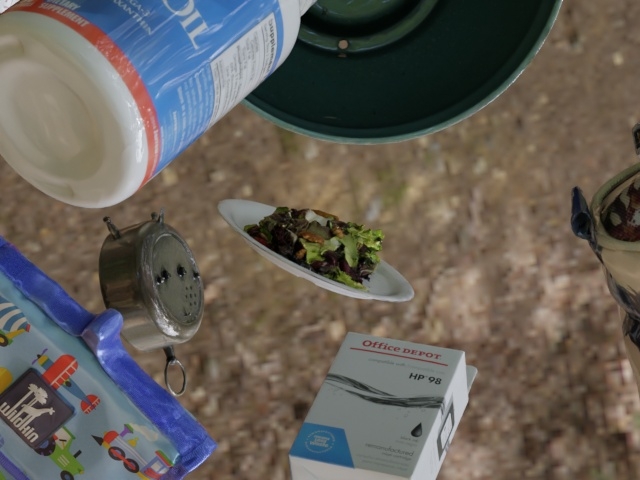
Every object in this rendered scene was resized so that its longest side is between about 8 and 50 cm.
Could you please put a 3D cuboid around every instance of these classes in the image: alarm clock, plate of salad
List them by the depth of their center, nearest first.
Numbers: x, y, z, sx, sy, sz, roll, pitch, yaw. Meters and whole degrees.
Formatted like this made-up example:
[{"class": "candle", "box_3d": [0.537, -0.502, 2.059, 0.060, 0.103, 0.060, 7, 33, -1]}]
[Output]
[{"class": "plate of salad", "box_3d": [0.000, 0.000, 1.710, 0.200, 0.200, 0.048, 12, 109, -47]}, {"class": "alarm clock", "box_3d": [-0.162, 0.064, 1.880, 0.129, 0.064, 0.192, -10, 88, -67]}]

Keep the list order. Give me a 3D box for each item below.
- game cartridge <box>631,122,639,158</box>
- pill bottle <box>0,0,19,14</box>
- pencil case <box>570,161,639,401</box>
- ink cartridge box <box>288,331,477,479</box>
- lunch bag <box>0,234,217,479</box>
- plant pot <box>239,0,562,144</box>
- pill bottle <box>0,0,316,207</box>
[{"class": "game cartridge", "box_3d": [0.327, -0.081, 1.805, 0.056, 0.017, 0.083, 40, 21, -10]}, {"class": "pill bottle", "box_3d": [-0.277, -0.228, 1.483, 0.121, 0.121, 0.221, 6, 114, -49]}, {"class": "pencil case", "box_3d": [0.285, 0.133, 1.197, 0.183, 0.160, 0.410, -42, 121, -47]}, {"class": "ink cartridge box", "box_3d": [0.054, 0.136, 1.498, 0.180, 0.104, 0.060, -63, 154, -43]}, {"class": "lunch bag", "box_3d": [-0.206, 0.123, 1.395, 0.221, 0.293, 0.138, 45, 50, 0]}, {"class": "plant pot", "box_3d": [0.026, -0.222, 1.386, 0.196, 0.293, 0.293, -118, -170, -83]}, {"class": "pill bottle", "box_3d": [-0.090, -0.126, 1.080, 0.221, 0.124, 0.124, -46, 116, -40]}]
